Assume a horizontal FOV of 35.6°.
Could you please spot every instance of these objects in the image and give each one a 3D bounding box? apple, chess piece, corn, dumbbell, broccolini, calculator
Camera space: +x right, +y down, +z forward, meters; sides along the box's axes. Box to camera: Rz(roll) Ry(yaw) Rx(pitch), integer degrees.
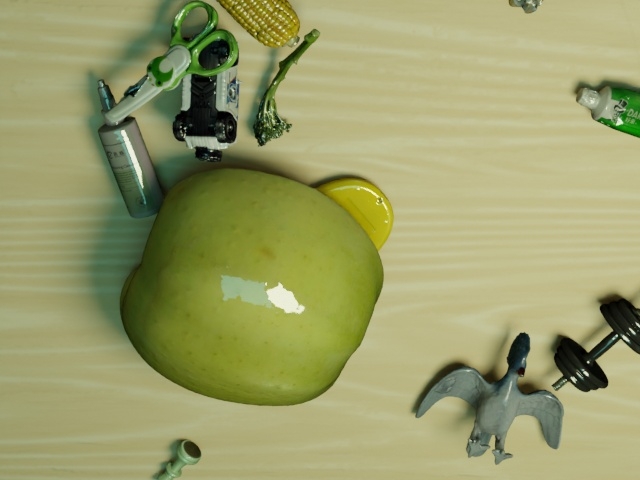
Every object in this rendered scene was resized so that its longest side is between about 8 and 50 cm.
[{"bbox_3d":[-0.092,0.083,1.439,0.360,0.320,0.312,21,78,-13],"label":"apple"},{"bbox_3d":[-0.235,0.369,1.626,0.042,0.042,0.093,34,115,-16],"label":"chess piece"},{"bbox_3d":[-0.106,-0.327,1.292,0.207,0.068,0.068,41,107,-17],"label":"corn"},{"bbox_3d":[0.434,0.160,1.521,0.099,0.099,0.208,39,109,-18],"label":"dumbbell"},{"bbox_3d":[-0.052,-0.211,1.344,0.052,0.054,0.194,43,133,22],"label":"broccolini"},{"bbox_3d":[0.000,0.000,1.466,0.235,0.032,0.146,-37,111,16],"label":"calculator"}]

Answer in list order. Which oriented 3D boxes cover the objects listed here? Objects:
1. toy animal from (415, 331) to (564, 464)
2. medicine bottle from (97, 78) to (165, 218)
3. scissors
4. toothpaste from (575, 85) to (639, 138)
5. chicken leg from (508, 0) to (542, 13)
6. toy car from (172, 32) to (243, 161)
[{"bbox_3d":[0.285,0.262,1.566,0.239,0.176,0.255,20,152,0],"label":"toy animal"},{"bbox_3d":[-0.271,-0.129,1.382,0.057,0.057,0.199,-14,115,4],"label":"medicine bottle"},{"bbox_3d":[-0.202,-0.220,1.304,0.204,0.027,0.101,-38,76,15],"label":"scissors"},{"bbox_3d":[0.475,-0.168,1.402,0.248,0.047,0.078,16,115,-12],"label":"toothpaste"},{"bbox_3d":[0.242,-0.381,1.278,0.196,0.080,0.125,32,122,-15],"label":"chicken leg"},{"bbox_3d":[-0.148,-0.191,1.338,0.080,0.070,0.171,3,94,20],"label":"toy car"}]
